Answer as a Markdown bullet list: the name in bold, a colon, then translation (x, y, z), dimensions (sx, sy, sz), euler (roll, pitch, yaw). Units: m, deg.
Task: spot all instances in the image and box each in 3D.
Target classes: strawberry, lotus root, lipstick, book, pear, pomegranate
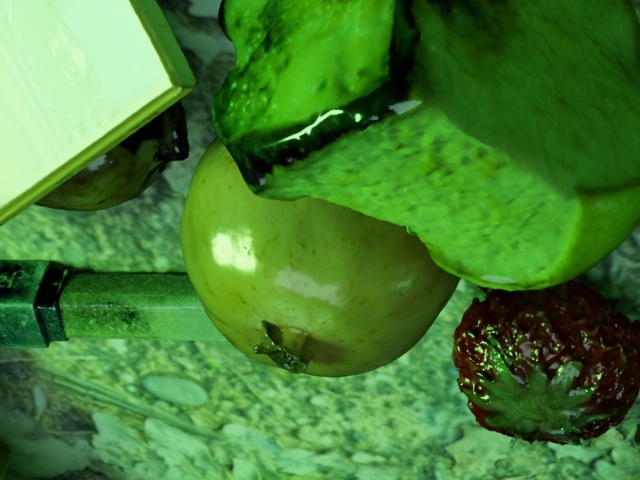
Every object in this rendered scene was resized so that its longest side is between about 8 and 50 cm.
- **strawberry**: translation (0.161, 0.090, 1.294), dimensions (0.145, 0.086, 0.145), euler (8, 132, 9)
- **lotus root**: translation (-0.182, -0.086, 1.194), dimensions (0.214, 0.138, 0.138), euler (4, 134, 25)
- **lipstick**: translation (-0.147, 0.048, 1.356), dimensions (0.312, 0.051, 0.051), euler (0, 130, 13)
- **book**: translation (-0.263, -0.122, 1.145), dimensions (0.374, 0.028, 0.263), euler (-31, 84, 34)
- **pear**: translation (0.083, -0.102, 1.063), dimensions (0.255, 0.238, 0.164), euler (25, 142, -35)
- **pomegranate**: translation (0.000, -0.002, 1.181), dimensions (0.191, 0.191, 0.191), euler (7, 133, 8)

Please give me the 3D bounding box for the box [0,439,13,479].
- **box**: translation (-0.422, 0.127, 1.501), dimensions (0.173, 0.043, 0.311), euler (-30, 119, 35)
